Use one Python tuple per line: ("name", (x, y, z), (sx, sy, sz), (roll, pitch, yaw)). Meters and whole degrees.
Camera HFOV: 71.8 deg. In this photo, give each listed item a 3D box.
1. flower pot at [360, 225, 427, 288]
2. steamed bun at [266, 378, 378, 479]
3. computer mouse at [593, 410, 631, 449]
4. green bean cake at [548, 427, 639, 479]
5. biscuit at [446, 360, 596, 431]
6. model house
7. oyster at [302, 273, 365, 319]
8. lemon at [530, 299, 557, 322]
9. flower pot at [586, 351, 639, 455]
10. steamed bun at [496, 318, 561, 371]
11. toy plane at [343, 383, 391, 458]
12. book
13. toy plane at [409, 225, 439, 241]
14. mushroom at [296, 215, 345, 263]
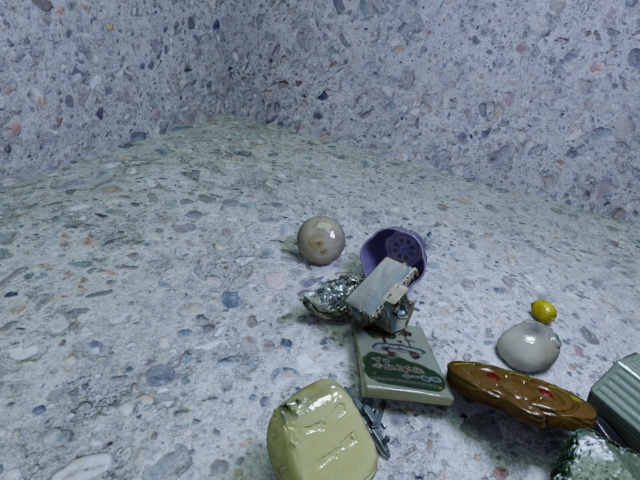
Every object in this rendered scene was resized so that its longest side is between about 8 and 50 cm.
("flower pot", (0.317, 0.053, 1.823), (0.265, 0.265, 0.243), (19, 19, 15))
("steamed bun", (-0.013, 0.461, 0.996), (0.232, 0.166, 0.273), (-27, 89, -40))
("computer mouse", (0.786, 0.582, 1.182), (0.147, 0.088, 0.264), (37, 18, -12))
("green bean cake", (0.649, 0.592, 1.000), (0.241, 0.132, 0.255), (27, 57, 30))
("biscuit", (0.561, 0.427, 1.250), (0.394, 0.070, 0.350), (13, 2, 11))
("model house", (0.228, 0.216, 1.489), (0.178, 0.206, 0.271), (24, 58, 39))
("oyster", (0.066, 0.201, 1.574), (0.351, 0.158, 0.162), (0, -7, -45))
("lemon", (0.892, 0.284, 1.759), (0.082, 0.082, 0.110), (-4, 36, -26))
("flower pot", (0.929, 0.477, 1.292), (0.209, 0.239, 0.189), (-29, 43, -12))
("steamed bun", (0.730, 0.354, 1.530), (0.228, 0.130, 0.177), (-6, 31, -25))
("toy plane", (0.119, 0.474, 1.178), (0.226, 0.058, 0.226), (7, 24, -42))
("book", (0.239, 0.363, 1.387), (0.260, 0.043, 0.371), (8, 21, -6))
("toy plane", (0.498, -0.018, 2.165), (0.174, 0.080, 0.174), (-4, 18, 1))
("mushroom", (0.000, 0.000, 1.885), (0.207, 0.207, 0.215), (8, -5, -5))
